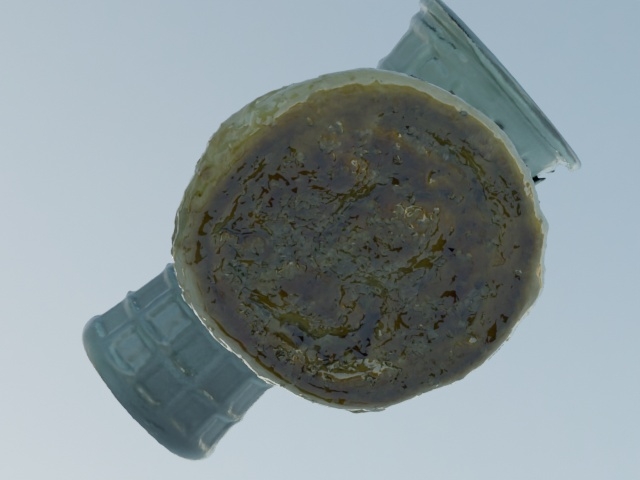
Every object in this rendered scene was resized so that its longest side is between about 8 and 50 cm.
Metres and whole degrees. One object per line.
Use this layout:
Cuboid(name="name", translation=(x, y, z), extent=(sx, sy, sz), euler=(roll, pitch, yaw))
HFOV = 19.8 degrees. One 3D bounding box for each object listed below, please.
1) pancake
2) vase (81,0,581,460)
Cuboid(name="pancake", translation=(0.018, 0.004, 0.747), extent=(0.158, 0.028, 0.158), euler=(-3, -65, -7))
Cuboid(name="vase", translation=(0.000, 0.000, 1.110), extent=(0.299, 0.143, 0.143), euler=(-42, -42, 4))
